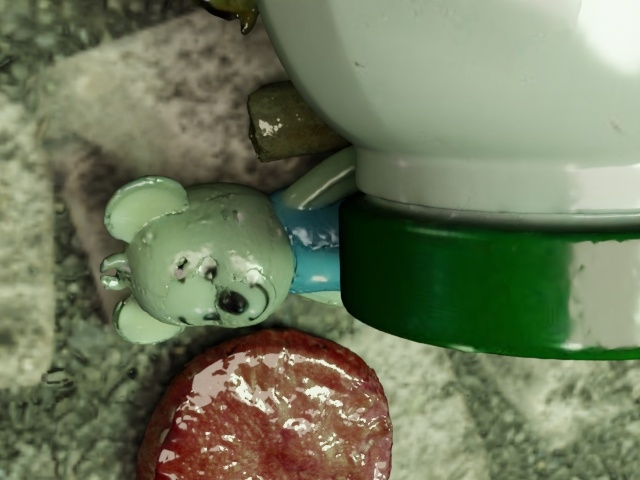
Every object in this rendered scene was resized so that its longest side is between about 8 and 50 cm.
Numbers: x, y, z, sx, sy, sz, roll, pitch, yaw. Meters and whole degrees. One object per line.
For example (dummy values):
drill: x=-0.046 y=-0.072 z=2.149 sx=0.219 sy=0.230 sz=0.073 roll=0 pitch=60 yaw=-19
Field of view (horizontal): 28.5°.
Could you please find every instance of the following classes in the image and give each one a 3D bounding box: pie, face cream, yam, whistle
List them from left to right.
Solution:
pie: x=-0.031 y=0.119 z=0.718 sx=0.154 sy=0.036 sz=0.155 roll=-4 pitch=107 yaw=-14
whistle: x=0.000 y=0.000 z=0.672 sx=0.235 sy=0.077 sz=0.114 roll=-10 pitch=130 yaw=-16
yam: x=0.007 y=-0.067 z=0.668 sx=0.094 sy=0.043 sz=0.043 roll=-7 pitch=108 yaw=-10
face cream: x=0.107 y=-0.144 z=0.548 sx=0.312 sy=0.219 sz=0.357 roll=-9 pitch=103 yaw=-37

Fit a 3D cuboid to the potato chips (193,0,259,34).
potato chips: x=-0.004 y=-0.204 z=0.632 sx=0.092 sy=0.028 sz=0.207 roll=38 pitch=93 yaw=-21
